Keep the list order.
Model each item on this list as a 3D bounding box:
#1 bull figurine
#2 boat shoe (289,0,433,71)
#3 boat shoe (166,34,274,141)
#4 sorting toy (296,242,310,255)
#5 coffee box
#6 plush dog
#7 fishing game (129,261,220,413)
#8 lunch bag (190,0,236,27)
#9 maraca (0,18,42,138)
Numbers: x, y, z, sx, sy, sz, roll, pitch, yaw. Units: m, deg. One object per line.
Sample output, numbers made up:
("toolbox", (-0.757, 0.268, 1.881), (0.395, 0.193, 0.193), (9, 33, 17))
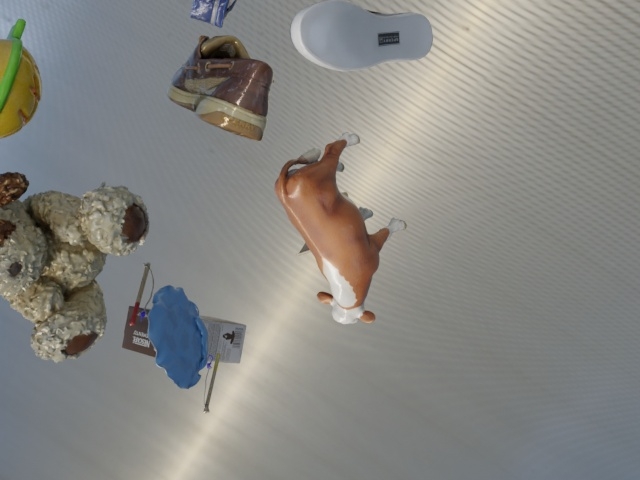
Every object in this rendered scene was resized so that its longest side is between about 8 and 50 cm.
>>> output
("bull figurine", (0.037, -0.014, 1.152), (0.101, 0.188, 0.310), (2, 133, 38))
("boat shoe", (0.040, -0.250, 0.885), (0.076, 0.229, 0.080), (13, 113, 45))
("boat shoe", (-0.142, -0.239, 1.073), (0.123, 0.123, 0.342), (17, -169, -22))
("sorting toy", (0.000, 0.000, 1.216), (0.012, 0.062, 0.083), (49, 145, -18))
("coffee box", (-0.312, 0.220, 1.684), (0.141, 0.098, 0.247), (5, 173, 41))
("plush dog", (-0.387, 0.006, 0.949), (0.211, 0.225, 0.262), (39, 107, 38))
("fishing game", (-0.254, 0.167, 1.272), (0.041, 0.189, 0.264), (-16, 132, 17))
("lunch bag", (-0.180, -0.421, 1.267), (0.065, 0.098, 0.067), (19, 142, -8))
("maraca", (-0.395, -0.198, 0.897), (0.099, 0.185, 0.127), (27, 126, -34))
